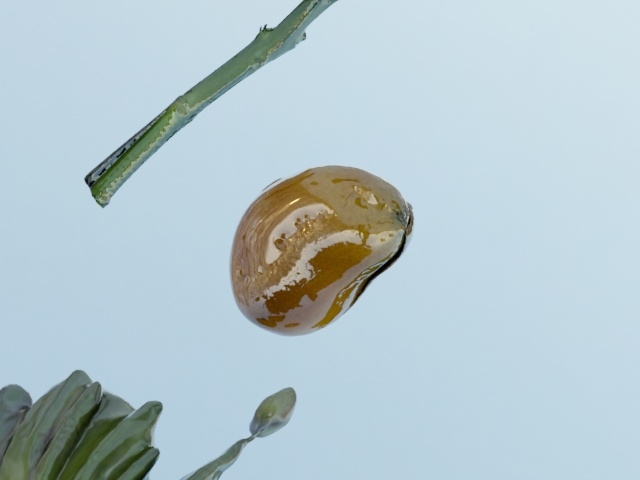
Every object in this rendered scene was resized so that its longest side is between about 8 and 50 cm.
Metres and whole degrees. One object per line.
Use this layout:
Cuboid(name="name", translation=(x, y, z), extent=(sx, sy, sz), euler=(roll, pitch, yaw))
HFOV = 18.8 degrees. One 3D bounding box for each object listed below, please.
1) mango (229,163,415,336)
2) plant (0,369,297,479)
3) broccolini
Cuboid(name="mango", translation=(0.001, 0.000, 1.361), extent=(0.105, 0.159, 0.084), euler=(59, -151, 9))
Cuboid(name="plant", translation=(-0.187, 0.203, 1.162), extent=(0.251, 0.180, 0.333), euler=(0, -162, 39))
Cuboid(name="broccolini", translation=(-0.025, -0.092, 0.908), extent=(0.044, 0.218, 0.042), euler=(42, -168, -26))
